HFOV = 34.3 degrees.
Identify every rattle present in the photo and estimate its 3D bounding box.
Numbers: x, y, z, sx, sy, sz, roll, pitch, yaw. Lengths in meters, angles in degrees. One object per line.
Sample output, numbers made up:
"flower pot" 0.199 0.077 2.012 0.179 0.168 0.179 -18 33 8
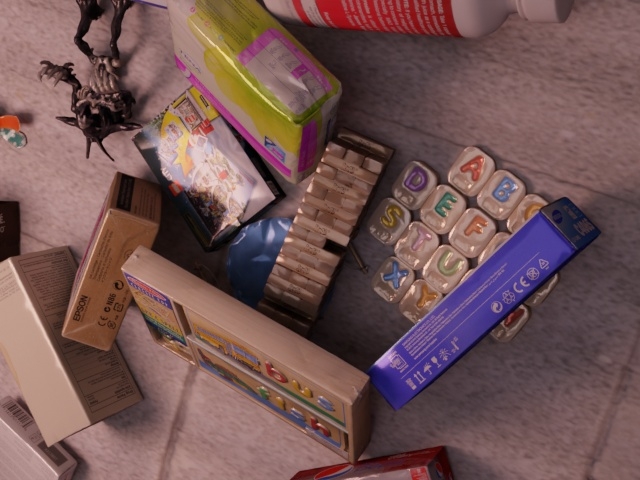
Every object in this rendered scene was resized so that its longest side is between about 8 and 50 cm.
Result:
"rattle" -0.623 -0.220 1.866 0.200 0.143 0.130 -20 122 10

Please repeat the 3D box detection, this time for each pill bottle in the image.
"pill bottle" 0.135 -0.394 1.403 0.408 0.229 0.229 9 101 22

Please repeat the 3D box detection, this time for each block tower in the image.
"block tower" 0.000 0.000 1.561 0.091 0.097 0.335 25 103 6

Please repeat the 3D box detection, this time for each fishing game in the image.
"fishing game" -0.060 0.052 1.654 0.264 0.041 0.189 -30 92 18

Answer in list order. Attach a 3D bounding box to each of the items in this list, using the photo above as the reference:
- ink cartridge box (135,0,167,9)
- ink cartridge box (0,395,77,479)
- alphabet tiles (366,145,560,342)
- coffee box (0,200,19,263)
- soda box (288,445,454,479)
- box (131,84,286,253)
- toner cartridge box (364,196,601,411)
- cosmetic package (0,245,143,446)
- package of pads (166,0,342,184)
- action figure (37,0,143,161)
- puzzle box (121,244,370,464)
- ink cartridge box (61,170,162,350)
"ink cartridge box" -0.236 -0.496 1.526 0.324 0.071 0.330 14 141 -5
"ink cartridge box" -0.560 0.428 1.926 0.189 0.066 0.232 39 131 14
"alphabet tiles" 0.207 0.015 1.541 0.284 0.021 0.278 40 110 14
"coffee box" -0.710 -0.012 1.856 0.297 0.168 0.119 3 98 22
"soda box" 0.072 0.392 1.610 0.263 0.092 0.083 -15 93 25
"box" -0.183 -0.120 1.679 0.159 0.044 0.233 -37 82 23
"toner cartridge box" 0.224 0.088 1.442 0.075 0.165 0.348 48 114 10
"cosmetic package" -0.450 0.175 1.774 0.113 0.160 0.309 -28 84 25
"package of pads" -0.102 -0.246 1.526 0.101 0.229 0.296 -41 78 -16
"action figure" -0.375 -0.268 1.693 0.164 0.141 0.275 7 97 20
"puzzle box" -0.106 0.179 1.582 0.409 0.272 0.052 28 65 18
"ink cartridge box" -0.335 0.029 1.677 0.088 0.193 0.234 19 107 -15
